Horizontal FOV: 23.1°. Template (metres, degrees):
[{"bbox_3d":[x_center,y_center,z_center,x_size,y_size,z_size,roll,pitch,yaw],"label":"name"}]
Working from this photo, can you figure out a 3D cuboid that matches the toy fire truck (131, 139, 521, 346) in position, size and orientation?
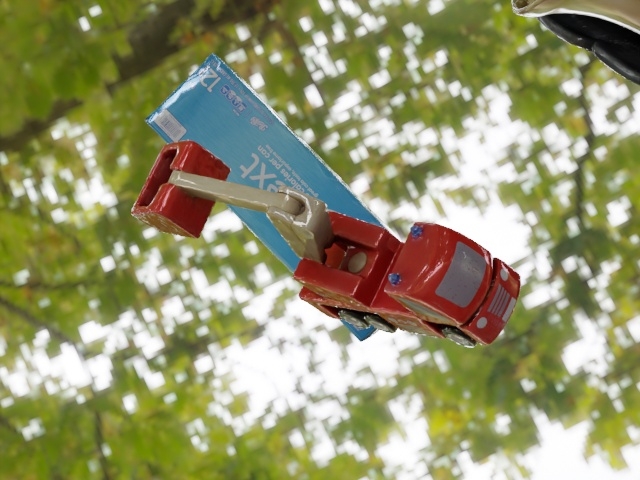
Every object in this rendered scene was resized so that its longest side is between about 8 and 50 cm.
[{"bbox_3d":[0.000,0.000,0.843,0.135,0.047,0.192,35,-17,-35],"label":"toy fire truck"}]

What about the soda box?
[{"bbox_3d":[-0.019,-0.028,1.066,0.067,0.210,0.071,-44,-6,3],"label":"soda box"}]

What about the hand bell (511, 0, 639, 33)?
[{"bbox_3d":[0.228,-0.097,0.775,0.126,0.242,0.126,-54,10,14],"label":"hand bell"}]

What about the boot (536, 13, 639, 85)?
[{"bbox_3d":[0.303,-0.117,1.010,0.222,0.338,0.118,-10,-62,-40],"label":"boot"}]
